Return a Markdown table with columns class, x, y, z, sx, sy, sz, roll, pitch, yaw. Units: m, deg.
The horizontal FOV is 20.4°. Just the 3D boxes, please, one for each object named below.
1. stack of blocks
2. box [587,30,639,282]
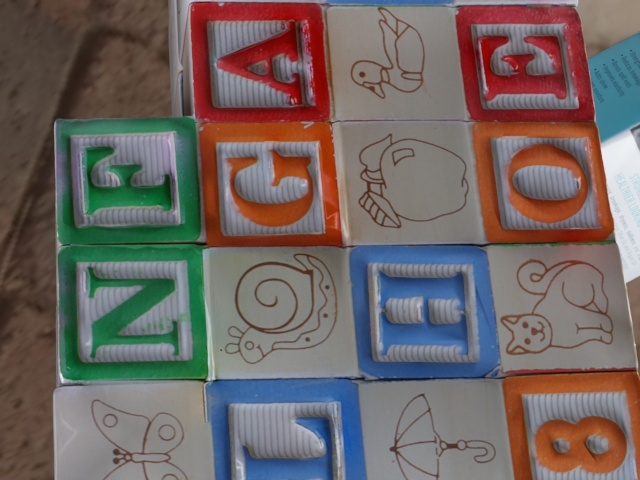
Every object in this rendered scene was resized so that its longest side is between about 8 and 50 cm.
| class | x | y | z | sx | sy | sz | roll | pitch | yaw |
| --- | --- | --- | --- | --- | --- | --- | --- | --- | --- |
| stack of blocks | 0.000 | 0.000 | 0.572 | 0.171 | 0.087 | 0.297 | -1 | 66 | -8 |
| box | 0.076 | 0.001 | 0.889 | 0.100 | 0.244 | 0.060 | 56 | 9 | -44 |
